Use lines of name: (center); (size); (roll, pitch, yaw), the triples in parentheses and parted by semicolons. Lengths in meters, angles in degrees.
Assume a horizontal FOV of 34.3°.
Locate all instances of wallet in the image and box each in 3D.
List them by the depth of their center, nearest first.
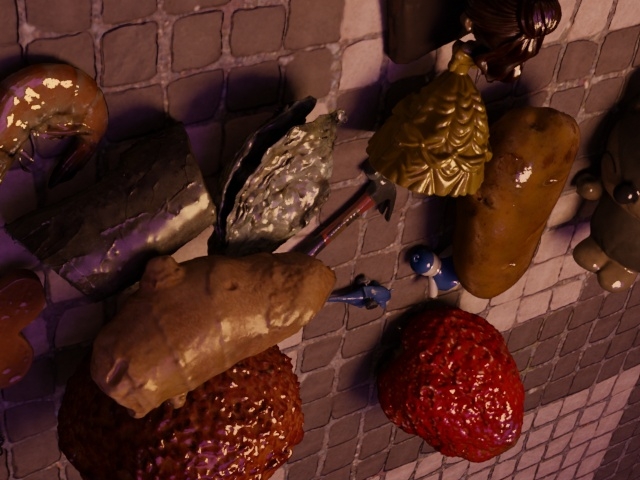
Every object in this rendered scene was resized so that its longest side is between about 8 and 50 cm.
wallet: (0.150, -0.373, 1.327); (0.165, 0.042, 0.309); (-26, 141, -15)

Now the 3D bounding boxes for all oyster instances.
oyster: (-0.062, -0.063, 1.369); (0.198, 0.112, 0.268); (-32, 155, -50)

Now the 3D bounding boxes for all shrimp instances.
shrimp: (-0.361, -0.079, 1.209); (0.296, 0.058, 0.169); (-49, 143, 7)

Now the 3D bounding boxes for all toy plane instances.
toy plane: (0.051, 0.096, 1.704); (0.167, 0.054, 0.062); (-1, 154, -38)

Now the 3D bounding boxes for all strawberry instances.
strawberry: (0.244, 0.267, 1.841); (0.257, 0.277, 0.257); (-24, 142, -20)

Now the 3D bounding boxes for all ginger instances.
ginger: (-0.125, 0.093, 1.285); (0.354, 0.126, 0.190); (-18, 104, -36)

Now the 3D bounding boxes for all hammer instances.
hammer: (0.000, 0.000, 1.581); (0.287, 0.033, 0.111); (-41, 140, 3)

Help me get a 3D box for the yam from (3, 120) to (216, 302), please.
yam: (-0.243, -0.025, 1.270); (0.254, 0.154, 0.154); (-31, 141, -12)

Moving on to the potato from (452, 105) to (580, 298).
potato: (0.294, -0.056, 1.653); (0.176, 0.195, 0.369); (8, 128, -3)

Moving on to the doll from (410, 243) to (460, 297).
doll: (0.197, 0.047, 1.761); (0.143, 0.057, 0.099); (23, 90, -47)

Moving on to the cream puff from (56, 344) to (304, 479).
cream puff: (-0.186, 0.220, 1.411); (0.350, 0.350, 0.229); (-22, 145, -20)

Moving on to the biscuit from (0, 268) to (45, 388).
biscuit: (-0.510, 0.104, 1.272); (0.339, 0.047, 0.216); (-2, 126, -34)

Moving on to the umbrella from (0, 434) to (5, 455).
umbrella: (-0.466, 0.272, 1.494); (0.022, 0.013, 0.122); (0, 132, -11)

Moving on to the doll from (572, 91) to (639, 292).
doll: (0.612, -0.126, 1.841); (0.378, 0.252, 0.382); (-45, 159, -49)

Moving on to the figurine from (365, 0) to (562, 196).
figurine: (0.201, -0.229, 1.403); (0.187, 0.168, 0.315); (10, 126, -20)
